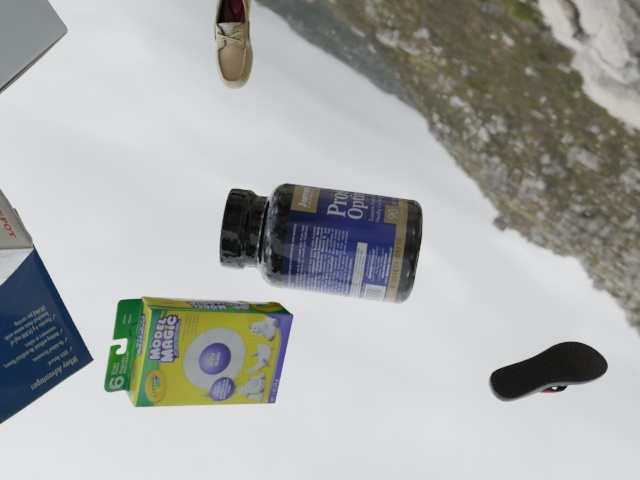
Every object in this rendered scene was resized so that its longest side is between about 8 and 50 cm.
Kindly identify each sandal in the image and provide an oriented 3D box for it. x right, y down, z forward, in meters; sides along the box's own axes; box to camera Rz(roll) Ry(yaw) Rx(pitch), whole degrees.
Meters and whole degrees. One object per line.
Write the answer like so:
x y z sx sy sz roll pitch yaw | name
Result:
0.326 0.193 1.143 0.179 0.040 0.067 -14 -126 -8 | sandal

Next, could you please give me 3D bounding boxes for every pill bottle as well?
0.000 0.000 0.907 0.219 0.123 0.123 8 -166 1 | pill bottle

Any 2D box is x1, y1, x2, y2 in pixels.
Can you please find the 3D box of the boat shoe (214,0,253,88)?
-0.109 -0.253 0.959 0.050 0.135 0.045 -4 172 7 | boat shoe

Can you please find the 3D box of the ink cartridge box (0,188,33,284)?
-0.304 -0.012 0.598 0.099 0.056 0.135 53 -158 17 | ink cartridge box

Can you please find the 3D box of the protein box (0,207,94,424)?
-0.406 0.101 0.882 0.136 0.201 0.200 -8 -159 44 | protein box

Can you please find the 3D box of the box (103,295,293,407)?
-0.122 0.112 0.797 0.179 0.105 0.043 5 -167 -28 | box

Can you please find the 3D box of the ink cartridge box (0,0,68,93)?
-0.250 -0.163 0.459 0.175 0.072 0.127 25 155 39 | ink cartridge box
